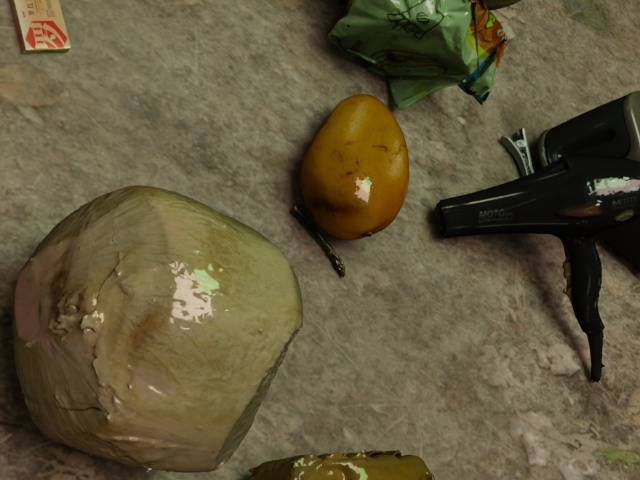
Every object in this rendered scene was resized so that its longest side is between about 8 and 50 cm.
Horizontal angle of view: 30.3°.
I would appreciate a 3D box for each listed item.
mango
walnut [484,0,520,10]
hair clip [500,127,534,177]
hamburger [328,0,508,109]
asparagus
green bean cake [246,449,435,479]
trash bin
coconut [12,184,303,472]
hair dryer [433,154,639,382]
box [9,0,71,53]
[{"bbox_3d":[0.050,-0.101,1.549,0.145,0.112,0.219,26,58,-19],"label":"mango"},{"bbox_3d":[0.210,-0.452,1.708,0.283,0.283,0.227,25,90,-25],"label":"walnut"},{"bbox_3d":[0.302,-0.111,1.781,0.039,0.030,0.115,-12,78,-17],"label":"hair clip"},{"bbox_3d":[0.109,-0.290,1.611,0.276,0.260,0.150,31,80,16],"label":"hamburger"},{"bbox_3d":[0.000,0.000,1.540,0.015,0.014,0.114,-40,98,-3],"label":"asparagus"},{"bbox_3d":[0.032,0.355,1.362,0.224,0.131,0.230,7,71,-34],"label":"green bean cake"},{"bbox_3d":[0.485,-0.091,1.792,0.290,0.209,0.182,41,50,-23],"label":"trash bin"},{"bbox_3d":[-0.182,0.086,1.216,0.254,0.297,0.297,16,65,-33],"label":"coconut"},{"bbox_3d":[0.337,0.058,1.681,0.303,0.120,0.359,-13,110,1],"label":"hair dryer"},{"bbox_3d":[-0.335,-0.267,1.402,0.058,0.015,0.093,-10,79,-35],"label":"box"}]
